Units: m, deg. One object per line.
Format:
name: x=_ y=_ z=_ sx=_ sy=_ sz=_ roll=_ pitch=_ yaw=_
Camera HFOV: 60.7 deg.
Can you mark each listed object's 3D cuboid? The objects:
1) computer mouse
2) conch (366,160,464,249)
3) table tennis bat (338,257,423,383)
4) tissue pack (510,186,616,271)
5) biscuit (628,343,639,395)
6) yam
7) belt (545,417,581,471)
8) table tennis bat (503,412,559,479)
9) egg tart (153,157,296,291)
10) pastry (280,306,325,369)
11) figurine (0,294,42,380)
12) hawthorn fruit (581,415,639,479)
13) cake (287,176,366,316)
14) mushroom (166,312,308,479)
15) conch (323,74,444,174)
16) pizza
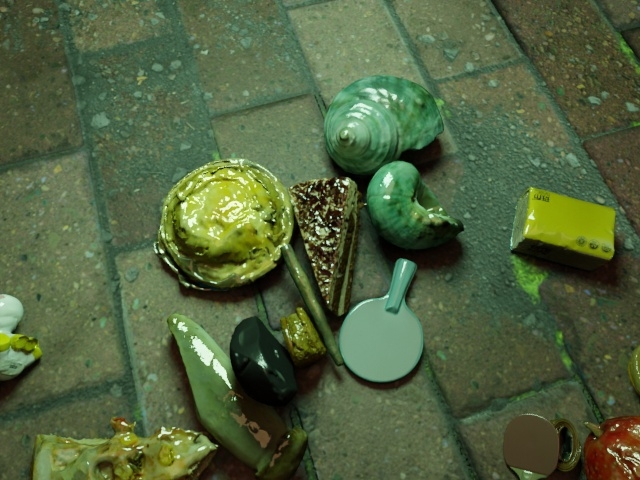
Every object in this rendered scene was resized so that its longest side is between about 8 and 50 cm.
computer mouse: x=-0.094 y=0.199 z=0.866 sx=0.073 sy=0.217 sz=0.122 roll=-36 pitch=101 yaw=1
conch: x=0.164 y=-0.065 z=1.039 sx=0.176 sy=0.122 sz=0.188 roll=-11 pitch=64 yaw=-36
table tennis bat: x=0.123 y=0.141 z=0.992 sx=0.149 sy=0.038 sz=0.237 roll=18 pitch=71 yaw=8
tissue pack: x=0.465 y=-0.023 z=1.050 sx=0.169 sy=0.082 sz=0.120 roll=16 pitch=65 yaw=5
biscuit: x=0.628 y=0.238 z=0.960 sx=0.170 sy=0.050 sz=0.170 roll=2 pitch=58 yaw=-3
yam: x=-0.012 y=0.111 z=0.960 sx=0.029 sy=0.027 sz=0.234 roll=-20 pitch=78 yaw=-30
belt: x=0.400 y=0.341 z=0.911 sx=0.059 sy=0.036 sz=0.083 roll=15 pitch=66 yaw=-2
table tennis bat: x=0.341 y=0.364 z=0.893 sx=0.087 sy=0.013 sz=0.156 roll=3 pitch=74 yaw=30
egg tart: x=-0.183 y=-0.044 z=1.024 sx=0.291 sy=0.107 sz=0.290 roll=1 pitch=65 yaw=-2
pastry: x=-0.033 y=0.168 z=0.939 sx=0.057 sy=0.109 sz=0.097 roll=-27 pitch=112 yaw=-2
figurine: x=-0.564 y=0.162 z=0.932 sx=0.130 sy=0.109 sz=0.178 roll=-42 pitch=69 yaw=5
hawthorn fruit: x=0.504 y=0.361 z=0.839 sx=0.174 sy=0.173 sz=0.179 roll=-5 pitch=68 yaw=-4
cake: x=-0.006 y=0.010 z=1.006 sx=0.135 sy=0.112 sz=0.246 roll=5 pitch=77 yaw=22
mushroom: x=-0.159 y=0.259 z=0.903 sx=0.333 sy=0.087 sz=0.107 roll=40 pitch=69 yaw=19
conch: x=0.108 y=-0.226 z=1.087 sx=0.220 sy=0.195 sz=0.277 roll=30 pitch=30 yaw=24
pizza: x=-0.306 y=0.372 z=0.852 sx=0.297 sy=0.071 sz=0.189 roll=-2 pitch=65 yaw=-4
